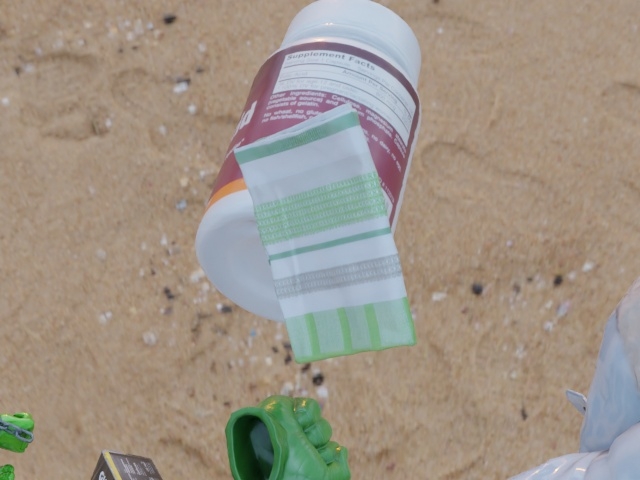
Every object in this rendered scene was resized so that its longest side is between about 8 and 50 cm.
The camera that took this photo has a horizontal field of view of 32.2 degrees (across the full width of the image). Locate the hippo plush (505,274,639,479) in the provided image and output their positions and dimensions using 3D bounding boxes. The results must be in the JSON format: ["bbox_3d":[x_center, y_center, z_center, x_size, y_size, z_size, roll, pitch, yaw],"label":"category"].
[{"bbox_3d":[0.067,0.123,0.408,0.236,0.234,0.294,-5,13,-15],"label":"hippo plush"}]

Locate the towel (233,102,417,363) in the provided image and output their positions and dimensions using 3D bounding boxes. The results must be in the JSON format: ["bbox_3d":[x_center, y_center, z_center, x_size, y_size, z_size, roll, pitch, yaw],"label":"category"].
[{"bbox_3d":[0.000,0.000,0.702,0.023,0.113,0.152,-14,89,-42],"label":"towel"}]

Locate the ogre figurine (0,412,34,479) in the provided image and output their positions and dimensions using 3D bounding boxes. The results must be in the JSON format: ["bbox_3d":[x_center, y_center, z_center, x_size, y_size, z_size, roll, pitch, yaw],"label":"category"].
[{"bbox_3d":[-0.338,0.206,0.913,0.197,0.118,0.097,-41,33,22],"label":"ogre figurine"}]

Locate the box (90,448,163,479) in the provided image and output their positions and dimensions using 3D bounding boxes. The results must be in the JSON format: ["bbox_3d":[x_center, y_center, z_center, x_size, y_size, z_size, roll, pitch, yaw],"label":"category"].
[{"bbox_3d":[-0.236,0.437,1.313,0.079,0.257,0.322,16,11,-27],"label":"box"}]

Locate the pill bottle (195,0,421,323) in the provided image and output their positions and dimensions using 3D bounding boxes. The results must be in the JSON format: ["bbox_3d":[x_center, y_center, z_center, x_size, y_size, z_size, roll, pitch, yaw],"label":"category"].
[{"bbox_3d":[0.002,-0.110,1.380,0.224,0.224,0.392,10,51,8],"label":"pill bottle"}]

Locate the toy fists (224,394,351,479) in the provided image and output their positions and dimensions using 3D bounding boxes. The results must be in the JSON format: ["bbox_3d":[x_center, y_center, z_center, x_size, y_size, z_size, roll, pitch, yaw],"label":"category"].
[{"bbox_3d":[-0.012,0.312,1.291,0.096,0.142,0.279,-28,68,25],"label":"toy fists"}]
